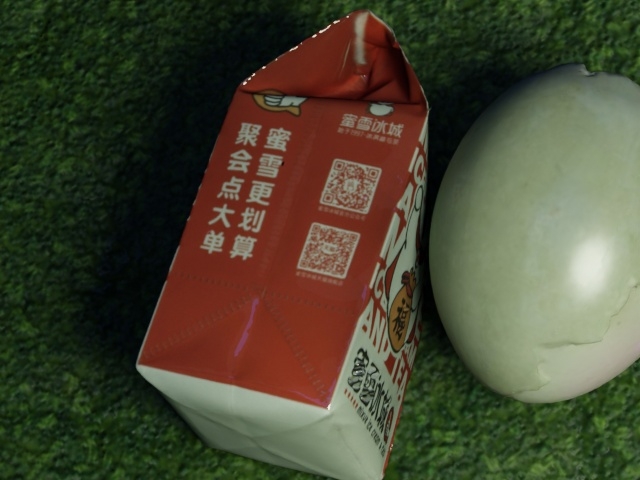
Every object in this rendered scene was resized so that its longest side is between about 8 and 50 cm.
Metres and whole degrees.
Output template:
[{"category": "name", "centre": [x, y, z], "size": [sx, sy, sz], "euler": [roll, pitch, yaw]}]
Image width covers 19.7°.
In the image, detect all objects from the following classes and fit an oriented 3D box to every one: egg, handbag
[{"category": "egg", "centre": [0.158, 0.004, 1.214], "size": [0.183, 0.183, 0.217], "euler": [25, 75, 19]}, {"category": "handbag", "centre": [0.000, 0.000, 1.261], "size": [0.151, 0.171, 0.298], "euler": [11, 68, 18]}]
